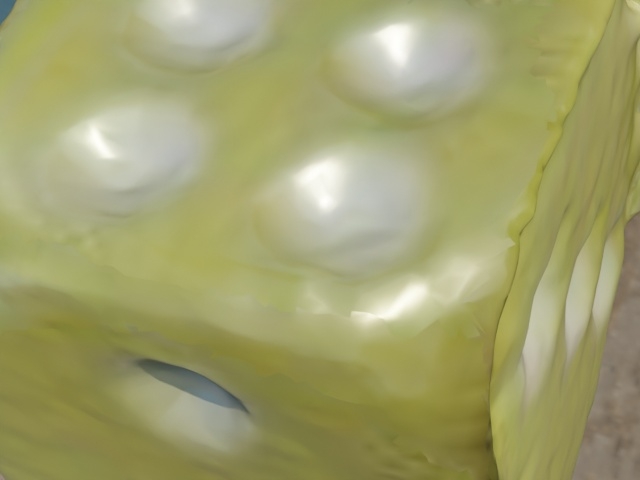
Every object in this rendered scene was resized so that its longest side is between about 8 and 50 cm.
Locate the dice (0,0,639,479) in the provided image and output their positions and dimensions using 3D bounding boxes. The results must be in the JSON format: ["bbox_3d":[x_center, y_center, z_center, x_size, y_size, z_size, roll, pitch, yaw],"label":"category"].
[{"bbox_3d":[0.000,0.000,0.685,0.227,0.233,0.238,15,54,16],"label":"dice"}]

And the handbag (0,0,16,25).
[{"bbox_3d":[-0.101,-0.114,0.913,0.241,0.263,0.222,-56,34,22],"label":"handbag"}]
